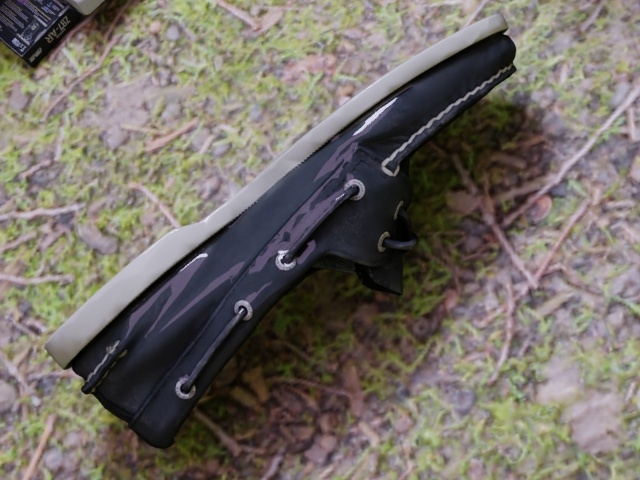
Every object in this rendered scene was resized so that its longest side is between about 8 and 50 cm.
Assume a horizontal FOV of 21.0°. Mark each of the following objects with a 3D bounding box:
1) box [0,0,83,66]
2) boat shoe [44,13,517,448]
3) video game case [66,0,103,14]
[{"bbox_3d":[-0.215,-0.174,1.261,0.067,0.018,0.083,-48,58,-5],"label":"box"},{"bbox_3d":[0.000,0.000,1.040,0.340,0.127,0.113,-37,87,-7],"label":"boat shoe"},{"bbox_3d":[-0.157,-0.271,1.271,0.190,0.022,0.173,-44,57,-11],"label":"video game case"}]
